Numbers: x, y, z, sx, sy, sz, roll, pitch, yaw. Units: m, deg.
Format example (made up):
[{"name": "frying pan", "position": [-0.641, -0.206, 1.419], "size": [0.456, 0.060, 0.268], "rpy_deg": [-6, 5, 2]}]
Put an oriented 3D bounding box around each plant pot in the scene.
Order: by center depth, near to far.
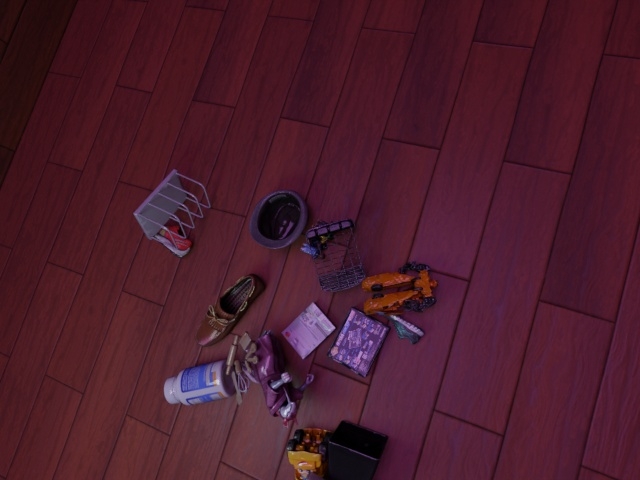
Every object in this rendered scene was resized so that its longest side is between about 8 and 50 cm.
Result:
[{"name": "plant pot", "position": [0.123, 0.798, 1.608], "size": [0.188, 0.187, 0.167], "rpy_deg": [14, 95, 17]}]

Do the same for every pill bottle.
[{"name": "pill bottle", "position": [-0.499, 0.595, 1.831], "size": [0.271, 0.152, 0.152], "rpy_deg": [-15, 75, 13]}]

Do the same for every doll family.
[{"name": "doll family", "position": [0.000, 0.000, 1.858], "size": [0.111, 0.076, 0.193], "rpy_deg": [27, 92, 15]}]

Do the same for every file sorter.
[{"name": "file sorter", "position": [-0.638, -0.131, 1.952], "size": [0.173, 0.193, 0.278], "rpy_deg": [23, 60, 13]}]

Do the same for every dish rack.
[{"name": "dish rack", "position": [0.064, 0.062, 1.772], "size": [0.208, 0.074, 0.272], "rpy_deg": [-16, 87, 8]}]

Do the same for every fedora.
[{"name": "fedora", "position": [-0.167, -0.078, 1.889], "size": [0.243, 0.124, 0.276], "rpy_deg": [12, 74, 15]}]

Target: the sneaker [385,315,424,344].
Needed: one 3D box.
[{"name": "sneaker", "position": [0.313, 0.341, 1.705], "size": [0.166, 0.065, 0.076], "rpy_deg": [30, 93, 21]}]

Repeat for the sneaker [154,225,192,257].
[{"name": "sneaker", "position": [-0.706, -0.032, 2.062], "size": [0.279, 0.107, 0.118], "rpy_deg": [38, 72, 16]}]

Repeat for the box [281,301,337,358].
[{"name": "box", "position": [-0.046, 0.369, 1.810], "size": [0.186, 0.038, 0.145], "rpy_deg": [-45, 71, 2]}]

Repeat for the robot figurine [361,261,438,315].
[{"name": "robot figurine", "position": [0.308, 0.194, 1.708], "size": [0.290, 0.085, 0.211], "rpy_deg": [-11, 57, 14]}]

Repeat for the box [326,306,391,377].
[{"name": "box", "position": [0.151, 0.398, 1.742], "size": [0.175, 0.051, 0.220], "rpy_deg": [26, 87, 19]}]

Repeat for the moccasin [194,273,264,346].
[{"name": "moccasin", "position": [-0.394, 0.296, 1.865], "size": [0.380, 0.147, 0.139], "rpy_deg": [-42, 71, 4]}]

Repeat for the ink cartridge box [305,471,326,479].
[{"name": "ink cartridge box", "position": [0.034, 1.012, 1.499], "size": [0.330, 0.071, 0.324], "rpy_deg": [27, 98, 8]}]

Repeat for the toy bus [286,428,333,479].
[{"name": "toy bus", "position": [-0.039, 0.824, 1.627], "size": [0.149, 0.220, 0.212], "rpy_deg": [2, 86, 12]}]

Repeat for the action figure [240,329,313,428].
[{"name": "action figure", "position": [-0.188, 0.536, 1.660], "size": [0.275, 0.248, 0.370], "rpy_deg": [-31, 48, 8]}]

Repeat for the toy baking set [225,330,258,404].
[{"name": "toy baking set", "position": [-0.312, 0.485, 1.707], "size": [0.196, 0.030, 0.256], "rpy_deg": [16, 89, 54]}]
